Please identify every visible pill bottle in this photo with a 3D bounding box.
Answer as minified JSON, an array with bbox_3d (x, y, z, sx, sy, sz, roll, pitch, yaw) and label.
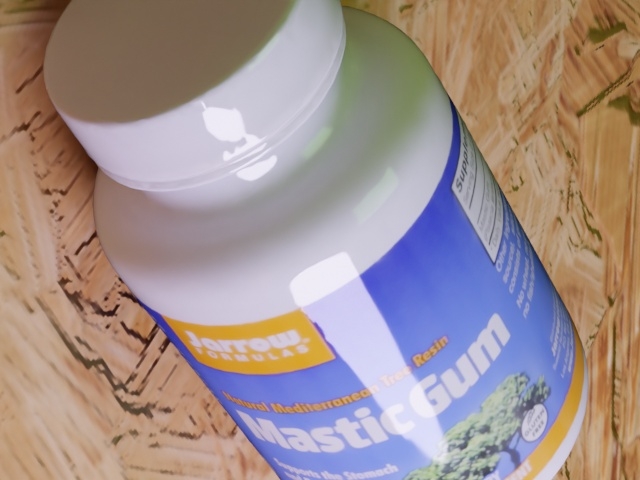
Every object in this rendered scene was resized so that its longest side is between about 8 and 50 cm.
[{"bbox_3d":[0.000,0.000,0.809,0.272,0.152,0.152,55,50,-42],"label":"pill bottle"}]
